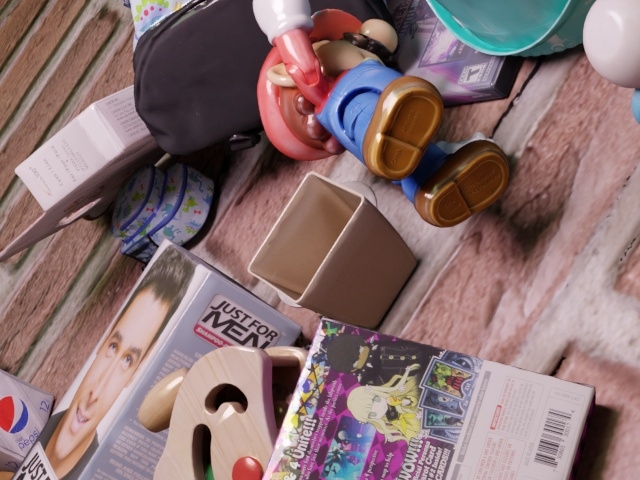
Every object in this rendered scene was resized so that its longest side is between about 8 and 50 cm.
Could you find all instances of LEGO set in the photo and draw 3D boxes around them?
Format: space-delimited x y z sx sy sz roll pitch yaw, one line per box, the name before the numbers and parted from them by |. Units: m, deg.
LEGO set | -0.010 0.100 1.302 0.083 0.023 0.054 -45 32 -8

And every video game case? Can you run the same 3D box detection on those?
video game case | 0.062 0.186 0.987 0.210 0.042 0.232 13 68 18
video game case | 0.118 -0.216 1.412 0.274 0.026 0.196 -1 60 53

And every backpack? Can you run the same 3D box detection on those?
backpack | -0.071 -0.297 1.513 0.290 0.273 0.355 -22 25 21
backpack | -0.181 -0.036 1.600 0.114 0.084 0.105 -31 39 36

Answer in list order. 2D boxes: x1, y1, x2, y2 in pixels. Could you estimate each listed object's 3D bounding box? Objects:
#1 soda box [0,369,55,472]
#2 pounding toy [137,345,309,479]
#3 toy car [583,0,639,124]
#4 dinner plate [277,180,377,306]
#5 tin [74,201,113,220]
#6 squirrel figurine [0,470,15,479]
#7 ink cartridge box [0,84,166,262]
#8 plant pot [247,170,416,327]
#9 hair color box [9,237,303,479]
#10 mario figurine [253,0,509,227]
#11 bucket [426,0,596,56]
soda box | -0.443 0.249 1.693 0.286 0.091 0.098 -26 42 40
pounding toy | -0.028 0.172 1.139 0.269 0.155 0.154 44 110 29
toy car | 0.287 -0.122 0.998 0.182 0.159 0.136 1 98 54
dinner plate | 0.000 0.000 1.383 0.141 0.017 0.141 -34 38 33
tin | -0.281 -0.085 1.728 0.106 0.040 0.190 -52 -13 -8
squirrel figurine | -0.538 0.416 1.509 0.370 0.281 0.397 -46 29 29
ink cartridge box | -0.242 -0.100 1.612 0.261 0.066 0.296 -35 2 32
plant pot | 0.019 0.017 1.260 0.109 0.096 0.109 -58 31 -2
hair color box | -0.184 0.195 1.339 0.374 0.113 0.185 -57 22 -3
mario figurine | 0.052 -0.136 1.218 0.170 0.198 0.320 -18 26 -16
bucket | 0.175 -0.307 1.229 0.281 0.183 0.281 -26 45 29
